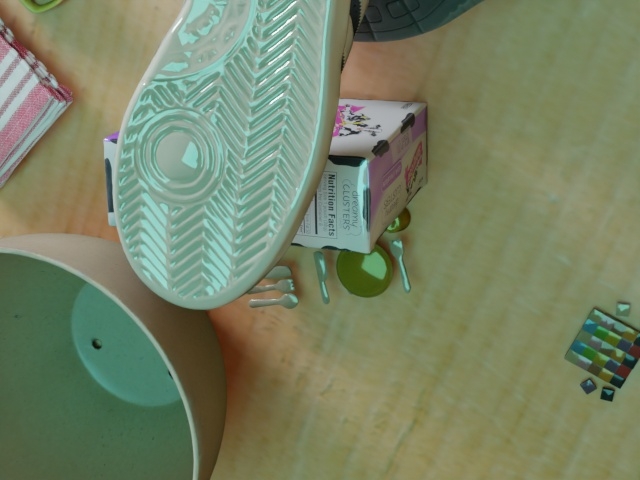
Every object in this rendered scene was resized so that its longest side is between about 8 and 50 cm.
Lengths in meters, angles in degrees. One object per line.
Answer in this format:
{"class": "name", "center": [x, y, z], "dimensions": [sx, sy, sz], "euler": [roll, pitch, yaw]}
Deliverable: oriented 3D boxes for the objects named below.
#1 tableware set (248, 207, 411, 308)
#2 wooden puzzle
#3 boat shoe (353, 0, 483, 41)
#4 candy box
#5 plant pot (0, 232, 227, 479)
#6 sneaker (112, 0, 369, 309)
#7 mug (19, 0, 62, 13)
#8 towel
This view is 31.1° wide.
{"class": "tableware set", "center": [0.000, 0.000, 0.941], "dimensions": [0.154, 0.024, 0.104], "euler": [-8, 101, 23]}
{"class": "wooden puzzle", "center": [0.222, 0.084, 0.895], "dimensions": [0.049, 0.006, 0.083], "euler": [29, 115, 9]}
{"class": "boat shoe", "center": [0.091, -0.224, 0.801], "dimensions": [0.320, 0.103, 0.118], "euler": [-11, 122, 28]}
{"class": "candy box", "center": [-0.033, -0.057, 0.853], "dimensions": [0.196, 0.165, 0.070], "euler": [5, 111, 17]}
{"class": "plant pot", "center": [-0.190, 0.112, 0.951], "dimensions": [0.284, 0.191, 0.284], "euler": [6, 109, 19]}
{"class": "sneaker", "center": [-0.026, -0.127, 0.723], "dimensions": [0.131, 0.148, 0.350], "euler": [22, 106, 10]}
{"class": "mug", "center": [-0.252, -0.223, 0.937], "dimensions": [0.064, 0.062, 0.078], "euler": [-17, 95, 32]}
{"class": "towel", "center": [-0.314, -0.151, 0.994], "dimensions": [0.197, 0.029, 0.144], "euler": [49, 125, 0]}
